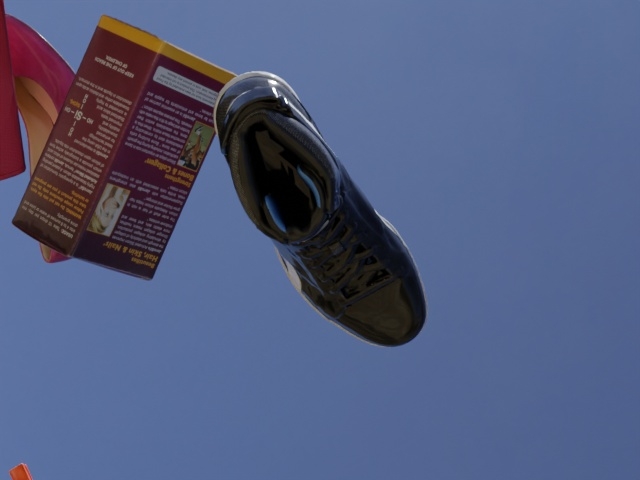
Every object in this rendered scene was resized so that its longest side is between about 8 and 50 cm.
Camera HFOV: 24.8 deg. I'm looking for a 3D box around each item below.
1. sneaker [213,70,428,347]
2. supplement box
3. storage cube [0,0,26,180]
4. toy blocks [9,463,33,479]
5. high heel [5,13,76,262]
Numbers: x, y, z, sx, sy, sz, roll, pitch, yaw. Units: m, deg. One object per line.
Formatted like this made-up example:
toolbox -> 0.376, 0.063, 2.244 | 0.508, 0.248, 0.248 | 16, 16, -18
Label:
sneaker -> 0.000, 0.000, 0.927 | 0.217, 0.079, 0.121 | 54, 7, -17
supplement box -> -0.158, -0.074, 1.192 | 0.081, 0.104, 0.188 | 27, -86, 36
storage cube -> -0.396, -0.163, 1.348 | 0.215, 0.183, 0.193 | 49, -32, 43
toy blocks -> -0.261, 0.218, 1.202 | 0.054, 0.123, 0.148 | -34, -99, 23
high heel -> -0.284, -0.100, 1.442 | 0.082, 0.117, 0.244 | -9, -67, 51
